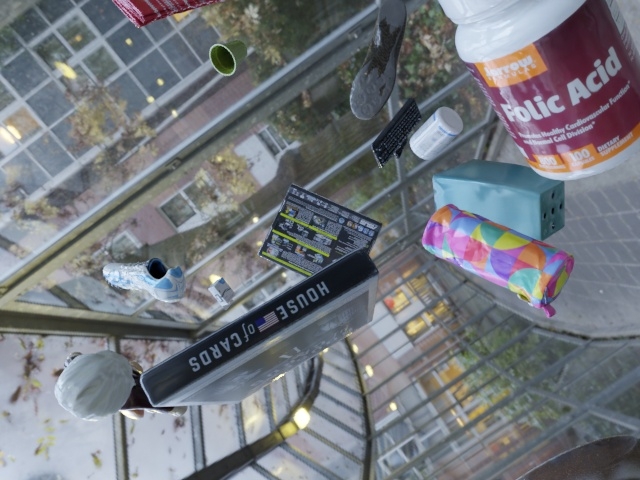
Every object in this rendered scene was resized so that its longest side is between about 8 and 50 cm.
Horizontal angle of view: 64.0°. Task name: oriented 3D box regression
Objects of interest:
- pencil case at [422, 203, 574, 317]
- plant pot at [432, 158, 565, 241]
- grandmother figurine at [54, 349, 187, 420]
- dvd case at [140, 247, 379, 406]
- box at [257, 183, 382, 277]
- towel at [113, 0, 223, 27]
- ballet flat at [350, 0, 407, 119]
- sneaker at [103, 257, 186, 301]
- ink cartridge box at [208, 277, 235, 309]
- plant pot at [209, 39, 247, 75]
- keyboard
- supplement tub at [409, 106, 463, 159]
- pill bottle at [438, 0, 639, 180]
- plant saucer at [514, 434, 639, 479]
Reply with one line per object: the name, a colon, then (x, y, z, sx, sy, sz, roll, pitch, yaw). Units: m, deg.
pencil case: (0.284, 0.025, 0.835, 0.236, 0.104, 0.104, 32, 170, 35)
plant pot: (0.397, -0.077, 1.123, 0.234, 0.166, 0.165, 13, 119, 50)
grandmother figurine: (-0.309, 0.232, 0.797, 0.208, 0.103, 0.342, 12, 163, -1)
dvd case: (-0.032, 0.091, 0.462, 0.029, 0.179, 0.238, 58, 175, 17)
box: (0.000, 0.000, 1.365, 0.270, 0.216, 0.060, 24, 177, 7)
towel: (-0.267, -0.488, 0.949, 0.199, 0.275, 0.031, 46, 148, 19)
ballet flat: (0.122, -0.365, 1.046, 0.084, 0.249, 0.058, 15, -178, 7)
sneaker: (-0.390, 0.073, 1.136, 0.238, 0.086, 0.085, 10, -169, 29)
ink cartridge box: (-0.278, 0.154, 1.476, 0.083, 0.028, 0.048, 55, -143, -16)
plant pot: (-0.234, -0.490, 1.345, 0.084, 0.079, 0.083, 21, 139, 20)
keyboard: (0.196, -0.259, 1.278, 0.023, 0.180, 0.108, 27, 161, 37)
supplement tub: (0.255, -0.236, 1.130, 0.071, 0.071, 0.107, 54, 142, 7)
pill bottle: (0.358, -0.301, 0.812, 0.392, 0.224, 0.224, 44, -172, -29)
plant saucer: (0.354, 0.400, 0.748, 0.310, 0.311, 0.050, 51, -172, -41)
